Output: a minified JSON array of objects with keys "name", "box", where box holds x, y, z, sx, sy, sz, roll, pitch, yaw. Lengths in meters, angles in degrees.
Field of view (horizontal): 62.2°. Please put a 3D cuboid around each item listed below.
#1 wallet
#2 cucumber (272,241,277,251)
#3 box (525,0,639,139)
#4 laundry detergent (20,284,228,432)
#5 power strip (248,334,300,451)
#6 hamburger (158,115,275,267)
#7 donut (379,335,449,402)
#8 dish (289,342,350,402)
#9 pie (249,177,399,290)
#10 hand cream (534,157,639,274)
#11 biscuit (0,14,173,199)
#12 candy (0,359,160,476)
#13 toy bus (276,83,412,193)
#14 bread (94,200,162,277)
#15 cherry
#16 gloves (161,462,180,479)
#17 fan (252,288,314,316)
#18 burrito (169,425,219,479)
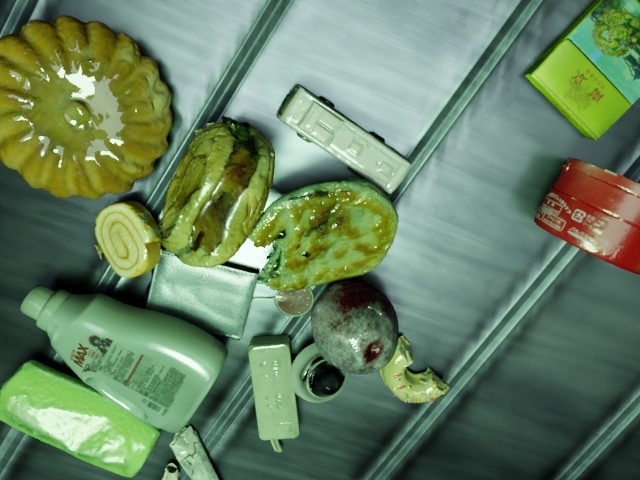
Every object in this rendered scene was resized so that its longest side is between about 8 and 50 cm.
[{"name":"wallet","box":[-0.254,0.111,1.119,0.222,0.036,0.167,14,105,-6]},{"name":"cucumber","box":[-0.047,-0.008,1.086,0.107,0.035,0.067,-30,86,9]},{"name":"box","box":[0.567,-0.374,0.981,0.187,0.047,0.335,40,103,-11]},{"name":"laundry detergent","box":[-0.417,0.227,1.088,0.398,0.124,0.264,30,118,-8]},{"name":"power strip","box":[-0.099,0.351,1.180,0.093,0.053,0.287,-6,105,1]},{"name":"hamburger","box":[-0.184,-0.087,0.948,0.134,0.285,0.265,20,107,-24]},{"name":"donut","box":[0.192,0.299,1.160,0.108,0.065,0.166,-42,102,11]},{"name":"dish","box":[0.013,0.293,1.127,0.141,0.078,0.141,-5,104,-23]},{"name":"pie","box":[0.008,-0.002,1.011,0.303,0.067,0.302,-11,136,-11]},{"name":"hand cream","box":[0.528,-0.046,0.985,0.230,0.230,0.149,25,105,-8]},{"name":"biscuit","box":[-0.424,-0.225,0.938,0.326,0.107,0.325,-8,110,-22]},{"name":"candy","box":[-0.523,0.387,1.155,0.344,0.132,0.142,32,61,-11]},{"name":"toy bus","box":[0.043,-0.190,0.998,0.268,0.106,0.092,33,102,-9]},{"name":"bread","box":[-0.377,-0.005,1.046,0.122,0.073,0.149,-30,89,17]},{"name":"cherry","box":[0.073,0.180,1.064,0.195,0.195,0.195,0,106,-1]},{"name":"gloves","box":[-0.346,0.548,1.240,0.044,0.037,0.081,40,123,25]},{"name":"fan","box":[-0.080,0.126,1.139,0.133,0.005,0.085,1,107,-2]},{"name":"burrito","box":[-0.283,0.523,1.224,0.064,0.064,0.203,-20,105,5]}]
